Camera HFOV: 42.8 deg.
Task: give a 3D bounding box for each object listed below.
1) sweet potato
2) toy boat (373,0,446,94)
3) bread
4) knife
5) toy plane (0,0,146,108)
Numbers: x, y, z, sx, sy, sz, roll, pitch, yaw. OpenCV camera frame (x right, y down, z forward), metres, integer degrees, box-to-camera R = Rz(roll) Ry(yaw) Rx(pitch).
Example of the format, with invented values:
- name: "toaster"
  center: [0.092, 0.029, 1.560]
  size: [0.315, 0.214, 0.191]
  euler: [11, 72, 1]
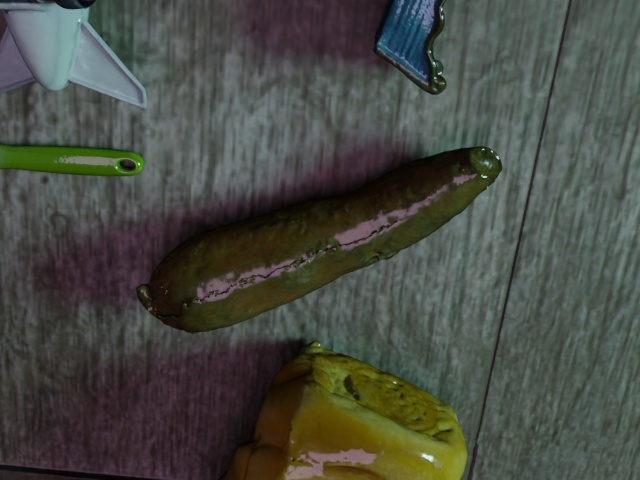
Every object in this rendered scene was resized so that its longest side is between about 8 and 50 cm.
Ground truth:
- name: "sweet potato"
  center: [0.000, 0.000, 0.586]
  size: [0.273, 0.075, 0.075]
  euler: [-20, 112, 8]
- name: "toy boat"
  center: [0.097, -0.181, 0.494]
  size: [0.077, 0.075, 0.185]
  euler: [20, 110, -4]
- name: "bread"
  center: [-0.014, 0.233, 0.661]
  size: [0.167, 0.132, 0.294]
  euler: [20, 112, -14]
- name: "knife"
  center: [-0.221, -0.060, 0.592]
  size: [0.184, 0.026, 0.022]
  euler: [2, 118, -2]
- name: "toy plane"
  center: [-0.169, -0.204, 0.481]
  size: [0.251, 0.101, 0.255]
  euler: [6, 115, 13]
